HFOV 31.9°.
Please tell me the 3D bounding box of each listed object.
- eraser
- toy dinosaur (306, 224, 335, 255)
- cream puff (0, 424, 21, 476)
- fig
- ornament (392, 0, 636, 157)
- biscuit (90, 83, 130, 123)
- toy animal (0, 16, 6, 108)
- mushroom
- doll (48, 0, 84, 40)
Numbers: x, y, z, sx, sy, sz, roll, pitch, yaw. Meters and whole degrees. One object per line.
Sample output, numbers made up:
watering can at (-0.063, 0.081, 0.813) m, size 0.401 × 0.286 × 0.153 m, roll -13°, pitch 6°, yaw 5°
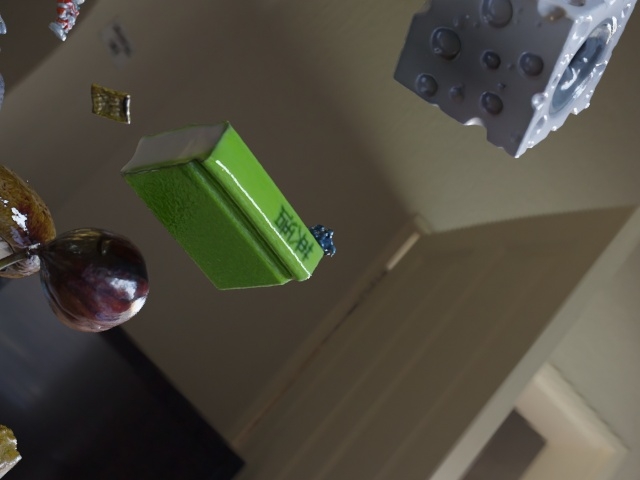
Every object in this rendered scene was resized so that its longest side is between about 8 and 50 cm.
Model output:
eraser at (-0.150, -0.049, 1.729) m, size 0.210 × 0.092 × 0.274 m, roll -7°, pitch -50°, yaw 40°
toy dinosaur at (0.000, 0.000, 2.034) m, size 0.083 × 0.030 × 0.047 m, roll 24°, pitch -57°, yaw 45°
cream puff at (-0.617, 0.388, 1.981) m, size 0.115 × 0.165 × 0.150 m, roll 47°, pitch -51°, yaw 4°
fig at (-0.427, 0.047, 1.968) m, size 0.249 × 0.186 × 0.203 m, roll 37°, pitch -20°, yaw -25°
ornament at (0.294, -0.314, 1.665) m, size 0.240 × 0.240 × 0.239 m, roll 36°, pitch -47°, yaw 20°
biscuit at (-0.412, -0.269, 2.196) m, size 0.081 × 0.018 × 0.083 m, roll 16°, pitch -38°, yaw 4°
toy animal at (-0.460, -0.232, 1.485) m, size 0.081 × 0.367 × 0.206 m, roll 3°, pitch -28°, yaw -18°
mushroom at (-0.715, -0.053, 2.384) m, size 0.345 × 0.239 × 0.345 m, roll 11°, pitch -6°, yaw 1°
doll at (-0.440, -0.439, 1.958) m, size 0.079 × 0.180 × 0.094 m, roll 8°, pitch -9°, yaw 6°
